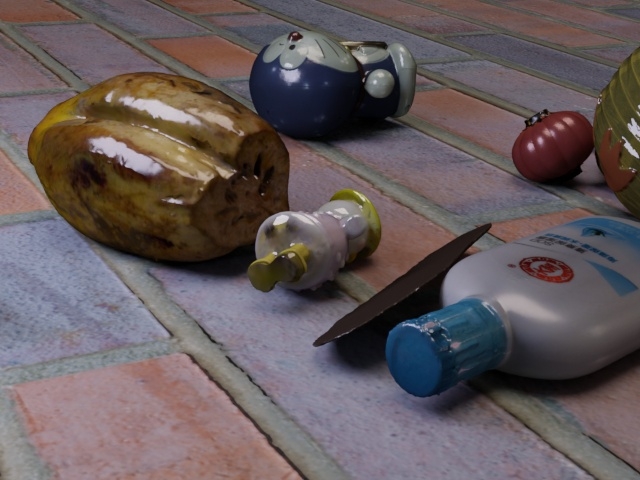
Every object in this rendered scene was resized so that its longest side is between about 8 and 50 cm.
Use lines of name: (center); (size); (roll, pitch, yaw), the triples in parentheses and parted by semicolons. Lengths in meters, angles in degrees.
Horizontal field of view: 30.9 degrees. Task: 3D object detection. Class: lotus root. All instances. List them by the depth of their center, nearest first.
lotus root: (-0.172, -0.083, 1.194); (0.291, 0.193, 0.193); (15, 24, 31)

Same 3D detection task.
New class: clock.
clock: (0.017, -0.221, 1.619); (0.243, 0.146, 0.200); (-11, 19, -41)

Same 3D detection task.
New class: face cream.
face cream: (0.191, 0.056, 0.995); (0.337, 0.080, 0.163); (-16, 34, -40)

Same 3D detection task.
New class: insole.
insole: (0.089, 0.034, 1.072); (0.111, 0.007, 0.328); (-27, 2, 30)

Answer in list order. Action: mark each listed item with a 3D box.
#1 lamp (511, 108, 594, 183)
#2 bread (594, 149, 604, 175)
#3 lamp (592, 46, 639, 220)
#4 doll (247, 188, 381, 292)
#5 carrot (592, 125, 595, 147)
lamp: (0.290, -0.117, 1.443); (0.107, 0.092, 0.107); (-31, 0, 0)
bread: (0.455, -0.138, 1.533); (0.124, 0.084, 0.344); (35, 32, 17)
lamp: (0.434, -0.130, 1.235); (0.250, 0.284, 0.250); (24, 37, -20)
doll: (0.000, 0.000, 1.127); (0.129, 0.081, 0.207); (-23, 2, 32)
carrot: (0.442, -0.171, 1.677); (0.043, 0.043, 0.248); (14, 22, 28)
